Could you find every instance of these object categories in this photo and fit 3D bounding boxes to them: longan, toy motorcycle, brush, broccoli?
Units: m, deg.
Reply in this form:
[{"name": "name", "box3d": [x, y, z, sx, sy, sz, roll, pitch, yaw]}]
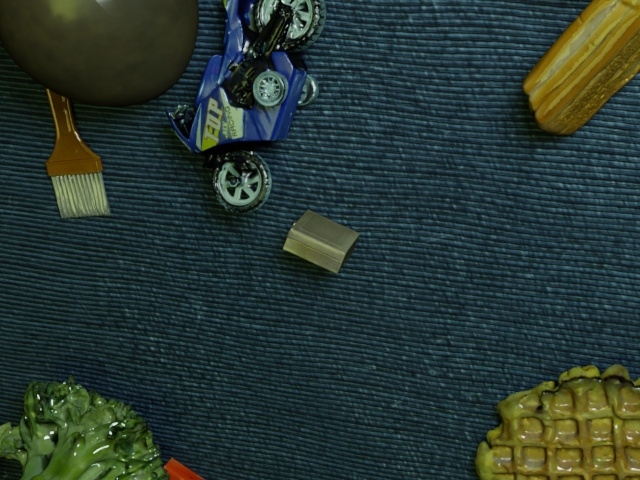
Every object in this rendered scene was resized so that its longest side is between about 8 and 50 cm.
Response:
[{"name": "longan", "box3d": [-0.272, -0.287, 1.204, 0.258, 0.258, 0.258, 6, 110, 15]}, {"name": "toy motorcycle", "box3d": [-0.100, -0.196, 1.253, 0.169, 0.113, 0.315, 23, 105, 18]}, {"name": "brush", "box3d": [-0.358, -0.181, 1.387, 0.090, 0.017, 0.314, -3, 107, 18]}, {"name": "broccoli", "box3d": [-0.354, 0.352, 1.444, 0.288, 0.246, 0.247, 30, 119, 21]}]

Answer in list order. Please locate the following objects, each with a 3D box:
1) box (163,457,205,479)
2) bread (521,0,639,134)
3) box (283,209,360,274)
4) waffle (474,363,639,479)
[{"name": "box", "box3d": [-0.232, 0.465, 1.566, 0.139, 0.035, 0.245, 34, 116, 4]}, {"name": "bread", "box3d": [0.309, -0.207, 1.122, 0.077, 0.116, 0.200, 49, 115, 18]}, {"name": "box", "box3d": [0.000, 0.000, 1.304, 0.083, 0.079, 0.035, 25, 115, 8]}, {"name": "waffle", "box3d": [0.360, 0.298, 1.312, 0.301, 0.058, 0.281, -29, 98, 26]}]
